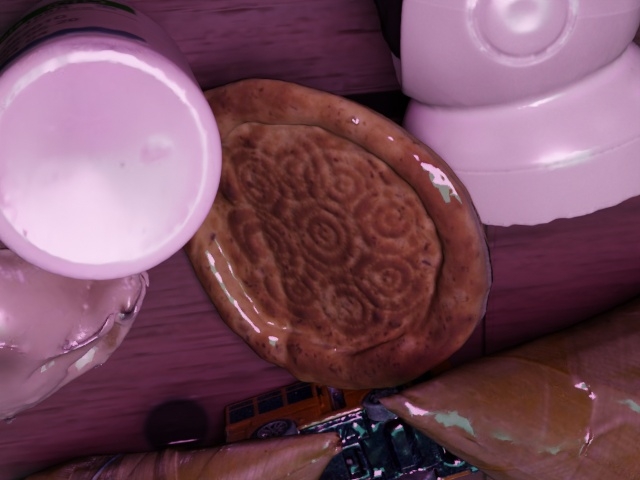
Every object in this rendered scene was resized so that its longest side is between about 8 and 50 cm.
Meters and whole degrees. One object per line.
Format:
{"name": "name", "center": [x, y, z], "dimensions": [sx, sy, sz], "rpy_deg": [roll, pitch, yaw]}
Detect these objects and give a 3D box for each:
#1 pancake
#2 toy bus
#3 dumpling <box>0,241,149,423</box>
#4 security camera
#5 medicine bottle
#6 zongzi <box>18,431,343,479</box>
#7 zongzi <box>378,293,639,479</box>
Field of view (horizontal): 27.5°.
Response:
{"name": "pancake", "center": [0.000, 0.000, 0.879], "dimensions": [0.250, 0.031, 0.250], "rpy_deg": [18, 130, 22]}
{"name": "toy bus", "center": [0.025, 0.146, 0.976], "dimensions": [0.182, 0.103, 0.091], "rpy_deg": [-18, 108, 1]}
{"name": "dumpling", "center": [-0.242, 0.037, 0.883], "dimensions": [0.247, 0.142, 0.172], "rpy_deg": [-23, 78, 4]}
{"name": "security camera", "center": [0.127, -0.147, 0.842], "dimensions": [0.195, 0.194, 0.236], "rpy_deg": [-18, 116, -5]}
{"name": "medicine bottle", "center": [-0.140, -0.077, 0.787], "dimensions": [0.139, 0.237, 0.139], "rpy_deg": [-4, 111, -11]}
{"name": "zongzi", "center": [-0.072, 0.259, 0.882], "dimensions": [0.274, 0.125, 0.250], "rpy_deg": [-14, 87, 34]}
{"name": "zongzi", "center": [0.267, 0.067, 0.925], "dimensions": [0.356, 0.174, 0.393], "rpy_deg": [-50, 130, 4]}
